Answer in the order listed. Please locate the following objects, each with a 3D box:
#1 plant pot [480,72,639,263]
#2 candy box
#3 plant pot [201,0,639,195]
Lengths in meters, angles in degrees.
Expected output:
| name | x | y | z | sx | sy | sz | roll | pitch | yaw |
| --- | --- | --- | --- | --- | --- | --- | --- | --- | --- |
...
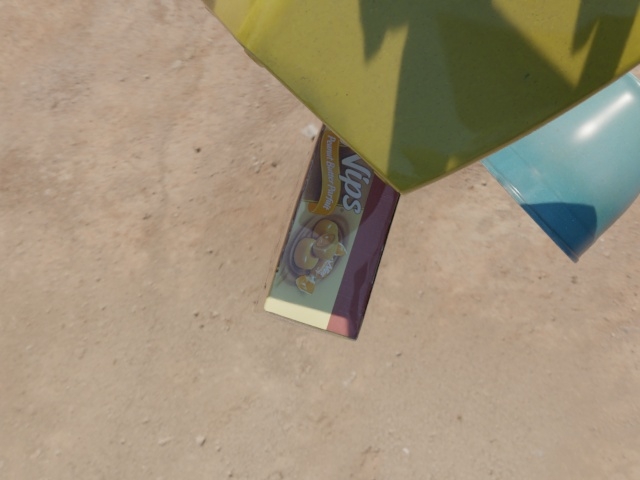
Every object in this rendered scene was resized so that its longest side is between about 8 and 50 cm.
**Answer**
| name | x | y | z | sx | sy | sz | roll | pitch | yaw |
| --- | --- | --- | --- | --- | --- | --- | --- | --- | --- |
| plant pot | 0.423 | -0.145 | 1.147 | 0.255 | 0.272 | 0.271 | -42 | 99 | 14 |
| candy box | 0.000 | 0.000 | 0.723 | 0.087 | 0.316 | 0.183 | 18 | 82 | -4 |
| plant pot | 0.046 | -0.158 | 0.422 | 0.187 | 0.212 | 0.212 | -46 | 124 | 8 |
